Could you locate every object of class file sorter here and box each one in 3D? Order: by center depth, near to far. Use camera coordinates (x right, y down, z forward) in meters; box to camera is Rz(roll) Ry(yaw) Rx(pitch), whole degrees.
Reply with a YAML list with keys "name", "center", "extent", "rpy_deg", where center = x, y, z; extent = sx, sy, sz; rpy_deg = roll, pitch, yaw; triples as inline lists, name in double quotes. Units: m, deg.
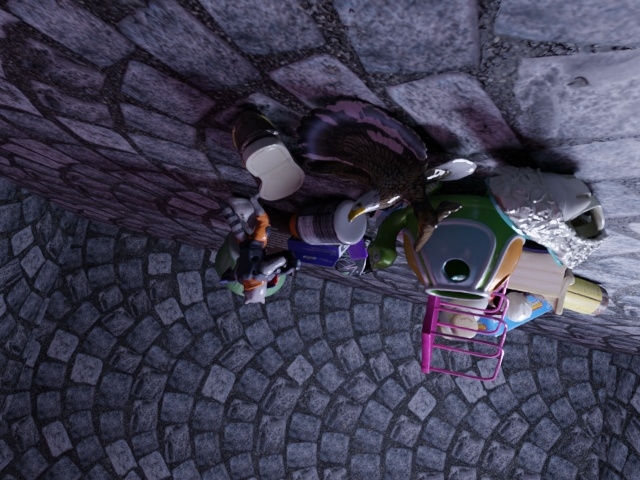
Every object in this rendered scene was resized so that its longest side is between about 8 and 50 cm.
- name: "file sorter"
  center: [0.366, 0.174, 1.086]
  extent: [0.182, 0.291, 0.202]
  rpy_deg: [7, 141, 18]

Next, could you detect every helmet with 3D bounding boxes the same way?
- name: "helmet"
  center: [0.119, 0.055, 1.583]
  extent: [0.169, 0.169, 0.161]
  rpy_deg: [4, -179, 42]

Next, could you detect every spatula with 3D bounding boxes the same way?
- name: "spatula"
  center: [0.195, 0.004, 1.390]
  extent: [0.296, 0.084, 0.030]
  rpy_deg: [-15, -174, 40]

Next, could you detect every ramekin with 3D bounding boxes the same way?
- name: "ramekin"
  center: [-0.265, 0.067, 1.764]
  extent: [0.303, 0.303, 0.148]
  rpy_deg: [17, 137, -13]

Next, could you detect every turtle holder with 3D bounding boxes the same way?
- name: "turtle holder"
  center: [0.277, 0.005, 0.957]
  extent: [0.320, 0.227, 0.243]
  rpy_deg: [9, 167, -1]

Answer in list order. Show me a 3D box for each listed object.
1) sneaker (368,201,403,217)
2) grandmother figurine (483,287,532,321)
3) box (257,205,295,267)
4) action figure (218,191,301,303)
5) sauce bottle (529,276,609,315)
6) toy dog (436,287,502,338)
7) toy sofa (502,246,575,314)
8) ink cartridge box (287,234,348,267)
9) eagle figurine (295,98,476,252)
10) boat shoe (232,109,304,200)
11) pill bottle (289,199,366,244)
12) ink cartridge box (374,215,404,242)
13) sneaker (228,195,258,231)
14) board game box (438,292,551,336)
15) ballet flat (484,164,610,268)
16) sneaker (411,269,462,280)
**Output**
- name: "sneaker"
  center: [0.178, -0.100, 1.088]
  extent: [0.073, 0.063, 0.162]
  rpy_deg: [-5, 173, -18]
- name: "grandmother figurine"
  center: [0.654, 0.204, 1.522]
  extent: [0.104, 0.208, 0.342]
  rpy_deg: [39, -170, 2]
- name: "box"
  center: [-0.152, 0.007, 1.579]
  extent: [0.168, 0.203, 0.167]
  rpy_deg: [15, 168, 1]
- name: "action figure"
  center: [-0.252, 0.048, 1.386]
  extent: [0.341, 0.330, 0.178]
  rpy_deg: [-22, 165, 29]
- name: "sauce bottle"
  center: [0.754, 0.150, 1.397]
  extent: [0.344, 0.111, 0.111]
  rpy_deg: [19, 167, -12]
- name: "toy dog"
  center: [0.486, 0.185, 1.456]
  extent: [0.161, 0.333, 0.220]
  rpy_deg: [44, 142, 3]
- name: "toy sofa"
  center: [0.527, 0.072, 1.262]
  extent: [0.362, 0.177, 0.150]
  rpy_deg: [10, -162, 21]
- name: "ink cartridge box"
  center: [0.000, 0.000, 1.416]
  extent: [0.206, 0.208, 0.045]
  rpy_deg: [7, 128, 33]
- name: "eagle figurine"
  center: [0.110, -0.124, 0.808]
  extent: [0.298, 0.225, 0.226]
  rpy_deg: [47, 130, 13]
- name: "boat shoe"
  center: [-0.114, -0.175, 0.959]
  extent: [0.116, 0.097, 0.324]
  rpy_deg: [-27, 168, 1]
- name: "pill bottle"
  center: [0.010, -0.051, 1.299]
  extent: [0.130, 0.130, 0.245]
  rpy_deg: [23, 166, -37]
- name: "ink cartridge box"
  center: [0.229, -0.038, 1.225]
  extent: [0.122, 0.052, 0.088]
  rpy_deg: [21, 166, -32]
- name: "sneaker"
  center: [-0.265, -0.089, 1.537]
  extent: [0.080, 0.094, 0.212]
  rpy_deg: [11, 167, 21]
- name: "board game box"
  center: [0.700, 0.283, 1.755]
  extent: [0.308, 0.086, 0.302]
  rpy_deg: [-17, 180, -22]
- name: "ballet flat"
  center: [0.450, -0.059, 0.823]
  extent: [0.147, 0.147, 0.409]
  rpy_deg: [3, 166, 44]
- name: "sneaker"
  center: [0.451, 0.099, 1.603]
  extent: [0.228, 0.087, 0.092]
  rpy_deg: [1, 157, 24]
